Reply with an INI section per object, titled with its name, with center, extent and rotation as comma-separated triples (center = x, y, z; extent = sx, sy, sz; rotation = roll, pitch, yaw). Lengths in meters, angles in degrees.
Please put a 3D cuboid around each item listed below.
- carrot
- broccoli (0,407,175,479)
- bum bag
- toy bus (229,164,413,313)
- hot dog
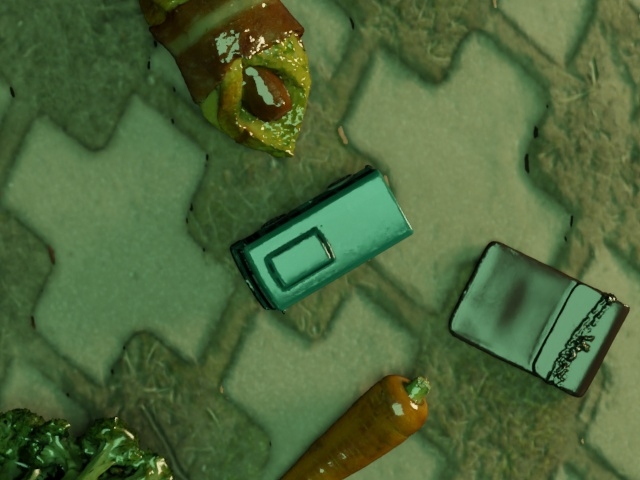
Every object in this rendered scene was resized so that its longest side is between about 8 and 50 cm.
[carrot]
center = 0.009, 0.217, 1.624
extent = 0.256, 0.061, 0.061
rotation = -42, 99, 9
[broccoli]
center = -0.276, 0.296, 1.487
extent = 0.303, 0.283, 0.321
rotation = 13, 85, 23
[bum bag]
center = 0.213, 0.077, 1.646
extent = 0.159, 0.026, 0.109
rotation = 26, 93, -9
[toy bus]
center = 0.000, 0.000, 1.578
extent = 0.160, 0.092, 0.079
rotation = -30, 97, -3
[hot dog]
center = -0.087, -0.191, 1.548
extent = 0.123, 0.093, 0.261
rotation = -36, 99, -3
